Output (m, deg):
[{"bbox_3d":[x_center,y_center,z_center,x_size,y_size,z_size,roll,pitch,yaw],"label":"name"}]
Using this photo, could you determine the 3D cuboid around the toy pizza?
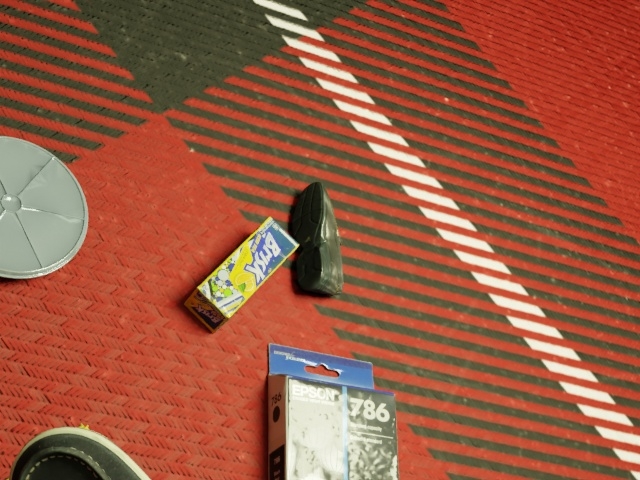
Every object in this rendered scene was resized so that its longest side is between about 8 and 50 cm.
[{"bbox_3d":[-0.389,-0.040,1.702,0.201,0.032,0.201,14,57,-23],"label":"toy pizza"}]

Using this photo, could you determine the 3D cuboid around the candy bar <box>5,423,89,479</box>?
[{"bbox_3d":[-0.320,0.267,1.579,0.161,0.018,0.040,-36,89,-39],"label":"candy bar"}]

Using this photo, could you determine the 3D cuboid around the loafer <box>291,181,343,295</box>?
[{"bbox_3d":[0.000,0.000,1.901,0.061,0.062,0.170,27,53,-43],"label":"loafer"}]

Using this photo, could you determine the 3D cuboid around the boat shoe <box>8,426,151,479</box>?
[{"bbox_3d":[-0.205,0.416,1.370,0.187,0.156,0.500,-22,70,6],"label":"boat shoe"}]

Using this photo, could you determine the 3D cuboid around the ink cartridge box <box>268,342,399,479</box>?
[{"bbox_3d":[0.017,0.284,1.742,0.165,0.065,0.332,11,58,-24],"label":"ink cartridge box"}]

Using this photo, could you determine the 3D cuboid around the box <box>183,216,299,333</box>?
[{"bbox_3d":[-0.104,0.044,1.809,0.059,0.054,0.169,44,51,-1],"label":"box"}]
